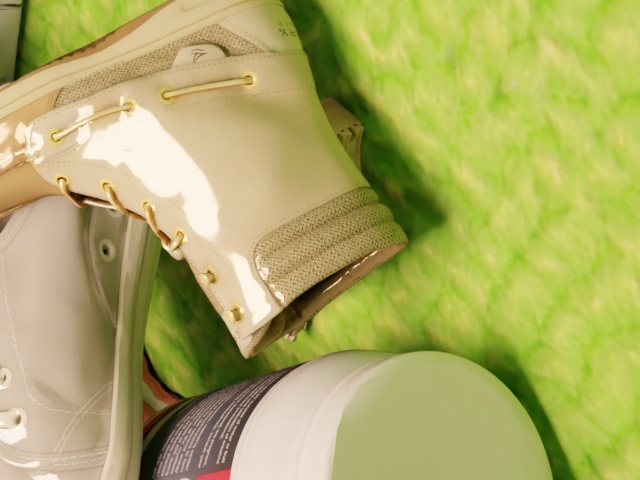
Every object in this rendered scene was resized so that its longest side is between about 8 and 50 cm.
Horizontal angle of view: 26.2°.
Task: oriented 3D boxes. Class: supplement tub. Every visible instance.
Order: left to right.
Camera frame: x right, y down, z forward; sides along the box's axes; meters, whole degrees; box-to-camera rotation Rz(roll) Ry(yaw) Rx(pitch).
[{"bbox_3d":[-0.005,0.175,0.872,0.272,0.191,0.191,-24,92,53],"label":"supplement tub"}]

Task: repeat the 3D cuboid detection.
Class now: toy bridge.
[{"bbox_3d":[0.000,0.000,0.899,0.063,0.026,0.188,40,136,26],"label":"toy bridge"}]

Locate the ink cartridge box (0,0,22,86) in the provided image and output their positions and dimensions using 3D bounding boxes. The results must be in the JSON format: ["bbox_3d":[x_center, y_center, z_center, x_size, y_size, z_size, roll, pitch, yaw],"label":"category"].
[{"bbox_3d":[-0.365,-0.276,1.049,0.285,0.166,0.395,44,139,24],"label":"ink cartridge box"}]

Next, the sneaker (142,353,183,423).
[{"bbox_3d":[-0.192,0.149,1.122,0.313,0.136,0.116,58,143,6],"label":"sneaker"}]

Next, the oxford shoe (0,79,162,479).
[{"bbox_3d":[-0.192,0.087,0.909,0.169,0.130,0.449,-24,57,53],"label":"oxford shoe"}]

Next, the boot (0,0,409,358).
[{"bbox_3d":[-0.100,-0.014,0.820,0.203,0.262,0.095,62,-177,9],"label":"boot"}]
